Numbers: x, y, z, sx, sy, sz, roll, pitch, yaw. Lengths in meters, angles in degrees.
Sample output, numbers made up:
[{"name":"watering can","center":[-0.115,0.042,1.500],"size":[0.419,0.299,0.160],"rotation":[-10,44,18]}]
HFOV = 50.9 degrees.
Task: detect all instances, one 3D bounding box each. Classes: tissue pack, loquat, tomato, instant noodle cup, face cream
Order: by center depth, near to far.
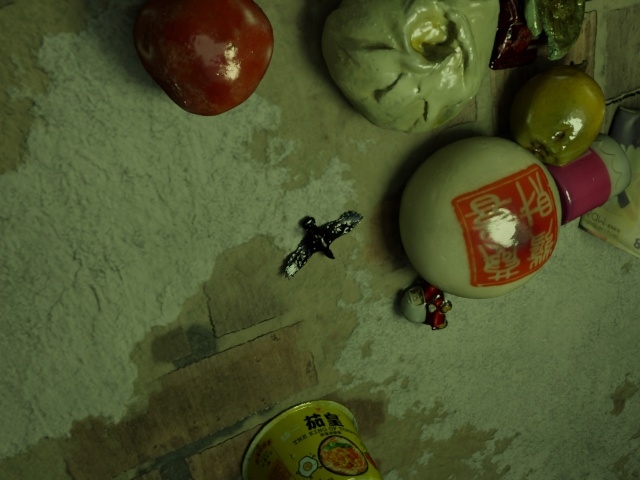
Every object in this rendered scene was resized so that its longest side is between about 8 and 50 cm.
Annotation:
[{"name":"tomato","center":[-0.183,-0.323,1.117],"size":[0.232,0.188,0.231],"rotation":[-13,120,-24]},{"name":"loquat","center":[0.536,-0.297,1.501],"size":[0.213,0.213,0.246],"rotation":[35,77,-35]},{"name":"instant noodle cup","center":[0.005,0.590,1.618],"size":[0.326,0.254,0.325],"rotation":[-12,119,-22]},{"name":"face cream","center":[0.613,-0.149,1.619],"size":[0.195,0.175,0.175],"rotation":[-28,123,-13]},{"name":"tissue pack","center":[0.814,-0.138,1.690],"size":[0.126,0.242,0.343],"rotation":[-1,114,-28]}]

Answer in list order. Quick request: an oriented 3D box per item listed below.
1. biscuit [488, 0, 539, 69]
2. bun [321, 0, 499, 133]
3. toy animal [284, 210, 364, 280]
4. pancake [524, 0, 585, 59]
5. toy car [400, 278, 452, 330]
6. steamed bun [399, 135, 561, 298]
[{"name":"biscuit","center":[0.416,-0.481,1.427],"size":[0.151,0.063,0.235],"rotation":[-21,118,-32]},{"name":"bun","center":[0.198,-0.372,1.273],"size":[0.366,0.219,0.364],"rotation":[-13,122,-21]},{"name":"toy animal","center":[0.000,0.000,1.456],"size":[0.220,0.062,0.108],"rotation":[-40,143,-6]},{"name":"pancake","center":[0.504,-0.516,1.425],"size":[0.254,0.037,0.253],"rotation":[-12,108,-42]},{"name":"toy car","center":[0.250,0.160,1.636],"size":[0.112,0.112,0.139],"rotation":[-10,130,-6]},{"name":"steamed bun","center":[0.364,-0.040,1.479],"size":[0.375,0.241,0.374],"rotation":[-4,106,-13]}]
